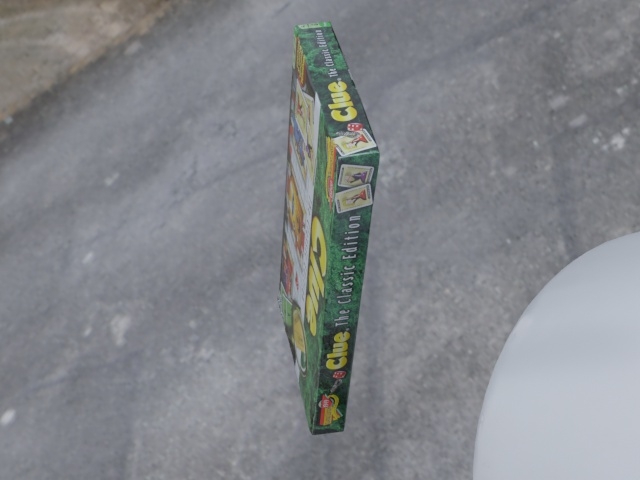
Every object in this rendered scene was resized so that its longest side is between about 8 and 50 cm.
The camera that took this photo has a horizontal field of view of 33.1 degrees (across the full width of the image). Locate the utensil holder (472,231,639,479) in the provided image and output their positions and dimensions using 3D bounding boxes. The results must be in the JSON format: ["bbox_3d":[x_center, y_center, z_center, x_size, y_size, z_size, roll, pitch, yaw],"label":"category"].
[{"bbox_3d":[0.295,0.125,0.463,0.328,0.327,0.385,-59,19,-20],"label":"utensil holder"}]

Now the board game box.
[{"bbox_3d":[0.000,0.000,0.728,0.030,0.260,0.136,-7,44,-13],"label":"board game box"}]
